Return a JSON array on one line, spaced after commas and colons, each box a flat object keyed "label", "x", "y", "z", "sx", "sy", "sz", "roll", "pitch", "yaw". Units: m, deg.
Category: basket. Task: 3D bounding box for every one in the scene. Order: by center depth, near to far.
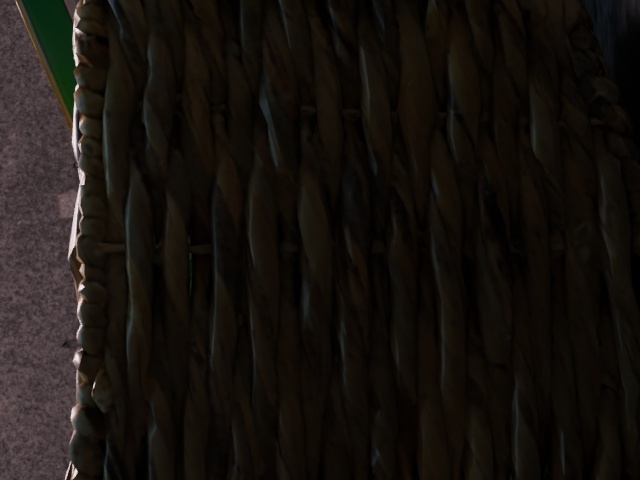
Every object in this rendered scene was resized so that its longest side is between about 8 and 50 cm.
[{"label": "basket", "x": 0.016, "y": 0.054, "z": 0.608, "sx": 0.223, "sy": 0.214, "sz": 0.299, "roll": 112, "pitch": 158, "yaw": -85}]

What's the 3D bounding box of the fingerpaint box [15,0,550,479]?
[{"label": "fingerpaint box", "x": 0.000, "y": 0.000, "z": 0.906, "sx": 0.371, "sy": 0.163, "sz": 0.444, "roll": -59, "pitch": -53, "yaw": -86}]
